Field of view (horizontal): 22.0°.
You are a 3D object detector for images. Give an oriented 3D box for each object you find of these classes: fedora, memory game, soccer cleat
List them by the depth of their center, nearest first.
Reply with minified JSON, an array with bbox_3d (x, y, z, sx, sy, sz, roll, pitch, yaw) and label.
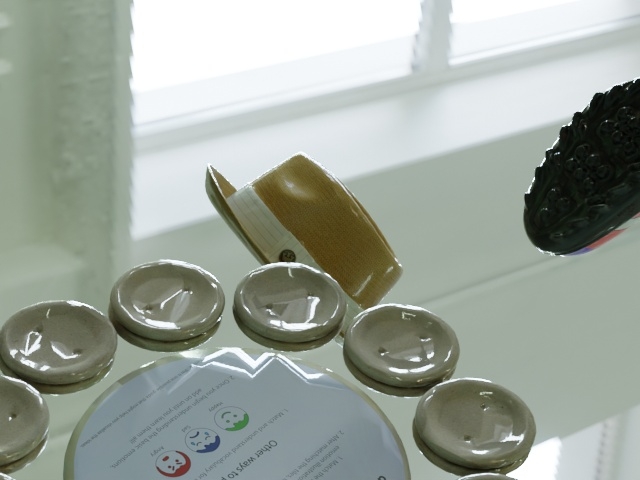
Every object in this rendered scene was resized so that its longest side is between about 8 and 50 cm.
[{"bbox_3d":[-0.023,0.067,0.469,0.186,0.186,0.012,41,-41,35],"label":"memory game"},{"bbox_3d":[0.285,-0.091,1.190,0.318,0.116,0.108,-45,-139,5],"label":"soccer cleat"},{"bbox_3d":[0.000,0.000,1.198,0.079,0.194,0.194,-42,-118,3],"label":"fedora"}]
